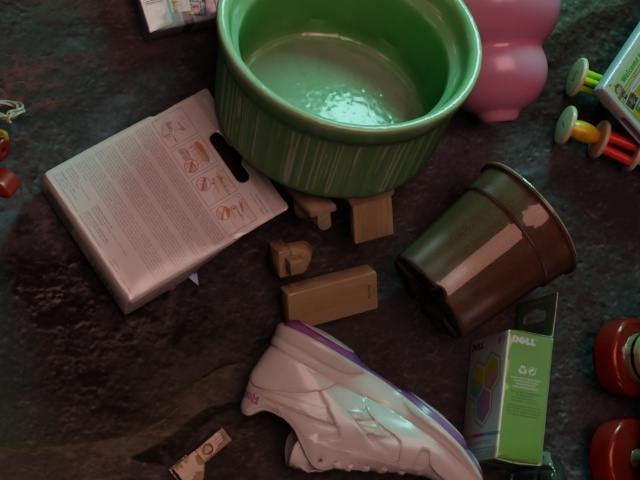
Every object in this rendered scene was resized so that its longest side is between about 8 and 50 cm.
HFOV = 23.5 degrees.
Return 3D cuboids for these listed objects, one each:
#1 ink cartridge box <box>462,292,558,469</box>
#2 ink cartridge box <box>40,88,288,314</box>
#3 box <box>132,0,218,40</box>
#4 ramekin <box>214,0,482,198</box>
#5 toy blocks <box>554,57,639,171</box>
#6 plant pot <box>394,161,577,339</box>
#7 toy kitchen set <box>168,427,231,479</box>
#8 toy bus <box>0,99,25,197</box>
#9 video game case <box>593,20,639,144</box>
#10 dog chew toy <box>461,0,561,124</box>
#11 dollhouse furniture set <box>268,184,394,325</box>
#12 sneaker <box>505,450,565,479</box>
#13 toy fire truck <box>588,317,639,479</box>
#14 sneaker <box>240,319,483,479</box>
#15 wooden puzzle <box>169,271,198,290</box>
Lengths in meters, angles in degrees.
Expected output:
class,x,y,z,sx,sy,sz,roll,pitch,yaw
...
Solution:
class,x,y,z,sx,sy,sz,roll,pitch,yaw
ink cartridge box,0.223,0.165,1.830,0.062,0.109,0.209,12,76,-16
ink cartridge box,-0.179,-0.048,1.768,0.225,0.056,0.181,-31,82,-24
box,-0.143,-0.331,1.851,0.186,0.038,0.145,-17,85,-19
ramekin,0.020,-0.192,1.767,0.303,0.148,0.303,7,52,-9
toy blocks,0.384,-0.155,1.973,0.148,0.054,0.123,20,74,-13
plant pot,0.188,0.021,1.830,0.165,0.167,0.167,-38,92,-12
toy kitchen set,-0.113,0.266,1.725,0.075,0.068,0.083,-39,93,-20
toy bus,-0.413,-0.061,1.676,0.202,0.191,0.104,-5,124,-18
video game case,0.462,-0.192,1.986,0.193,0.023,0.212,46,58,-14
dog chew toy,0.202,-0.308,1.876,0.207,0.206,0.331,-4,88,-18
dollhouse furniture set,0.000,0.000,1.836,0.144,0.123,0.151,-14,119,-19
sneaker,0.269,0.386,1.823,0.106,0.101,0.267,14,73,-37
toy fire truck,0.476,0.212,1.891,0.254,0.169,0.302,15,74,-39
sneaker,0.046,0.224,1.779,0.305,0.114,0.152,34,87,-6
wooden puzzle,-0.196,0.017,1.778,0.116,0.014,0.078,5,78,-17
